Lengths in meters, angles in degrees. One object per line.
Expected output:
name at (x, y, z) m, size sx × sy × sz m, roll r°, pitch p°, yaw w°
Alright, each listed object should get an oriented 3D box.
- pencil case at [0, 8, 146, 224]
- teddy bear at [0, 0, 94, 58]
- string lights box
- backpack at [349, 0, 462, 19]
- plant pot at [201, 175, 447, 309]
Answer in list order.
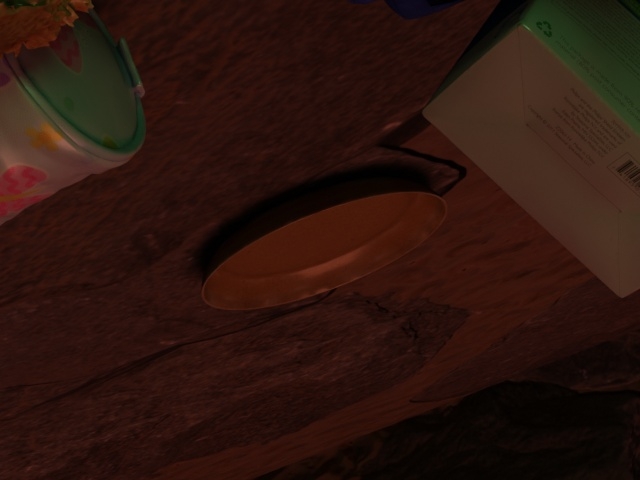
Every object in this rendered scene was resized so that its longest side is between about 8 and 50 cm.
pencil case at (-0.223, -0.032, 0.666) m, size 0.273 × 0.114 × 0.124 m, roll -29°, pitch 155°, yaw 21°
teddy bear at (-0.170, -0.143, 0.452) m, size 0.245 × 0.113 × 0.338 m, roll -13°, pitch 154°, yaw -45°
string lights box at (0.167, -0.108, 0.647) m, size 0.077 × 0.133 × 0.260 m, roll -41°, pitch -171°, yaw 45°
backpack at (0.034, -0.164, 0.595) m, size 0.101 × 0.098 × 0.120 m, roll -20°, pitch 164°, yaw 9°
plant pot at (0.000, 0.000, 1.149) m, size 0.236 × 0.032 × 0.236 m, roll -19°, pitch 161°, yaw -7°
